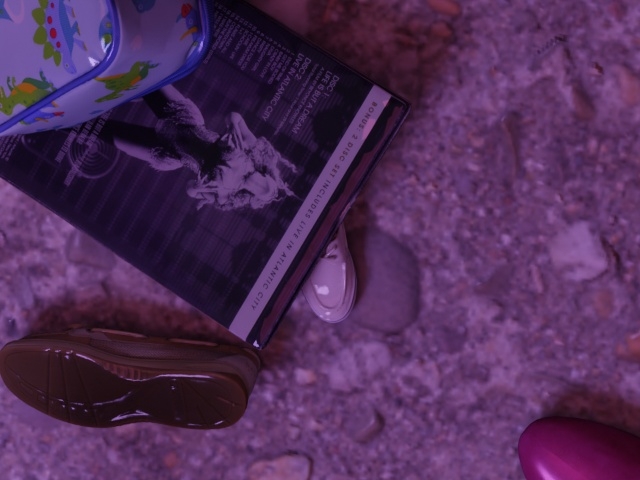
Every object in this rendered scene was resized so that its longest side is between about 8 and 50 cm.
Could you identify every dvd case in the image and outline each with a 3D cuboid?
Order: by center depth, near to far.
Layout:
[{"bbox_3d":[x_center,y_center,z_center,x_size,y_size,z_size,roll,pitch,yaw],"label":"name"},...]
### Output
[{"bbox_3d":[-0.081,-0.065,1.035,0.221,0.018,0.165,33,99,12],"label":"dvd case"}]

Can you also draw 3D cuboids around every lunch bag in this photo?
[{"bbox_3d":[-0.153,-0.174,0.971,0.176,0.090,0.219,-23,82,45],"label":"lunch bag"}]

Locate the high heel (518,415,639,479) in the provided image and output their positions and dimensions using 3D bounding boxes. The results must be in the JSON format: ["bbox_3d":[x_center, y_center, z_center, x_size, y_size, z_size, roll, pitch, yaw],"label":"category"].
[{"bbox_3d":[0.208,0.192,1.002,0.244,0.117,0.082,45,99,-1],"label":"high heel"}]

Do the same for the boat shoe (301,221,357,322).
[{"bbox_3d":[0.000,0.000,1.042,0.035,0.035,0.100,-5,96,6],"label":"boat shoe"}]

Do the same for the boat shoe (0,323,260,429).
[{"bbox_3d":[-0.113,0.076,1.064,0.153,0.048,0.056,3,121,12],"label":"boat shoe"}]
